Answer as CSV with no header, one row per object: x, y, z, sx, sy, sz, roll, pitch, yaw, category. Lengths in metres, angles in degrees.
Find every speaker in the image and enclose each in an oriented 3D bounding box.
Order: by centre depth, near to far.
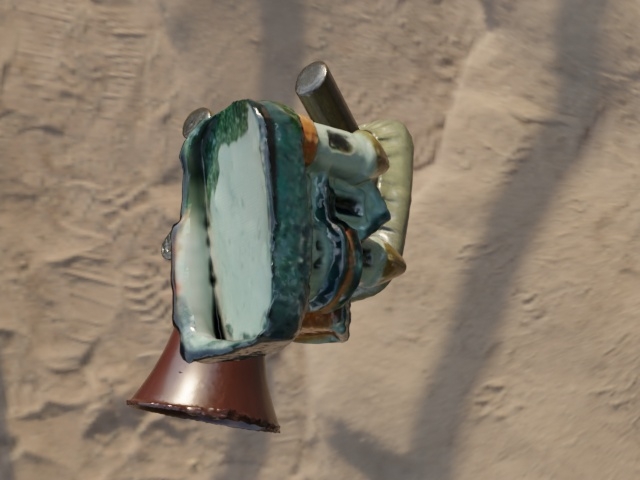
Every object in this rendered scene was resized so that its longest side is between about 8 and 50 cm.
-0.080,0.089,1.702,0.198,0.259,0.329,-11,60,62,speaker

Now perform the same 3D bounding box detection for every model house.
0.000,0.000,1.394,0.184,0.291,0.253,-17,72,46,model house

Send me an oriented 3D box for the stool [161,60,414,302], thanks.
-0.046,-0.071,1.950,0.310,0.226,0.310,-17,50,32,stool
